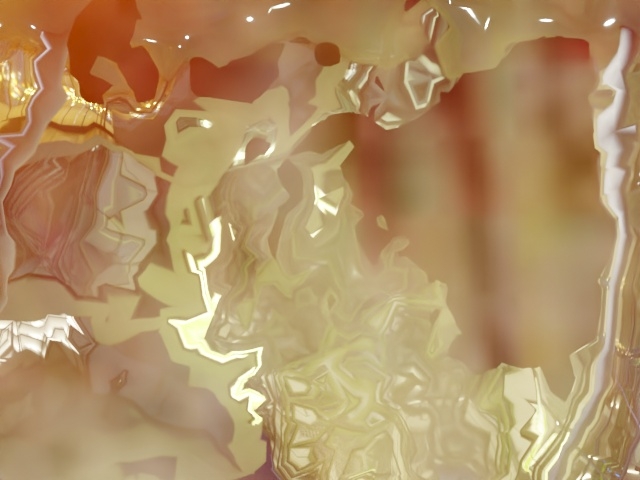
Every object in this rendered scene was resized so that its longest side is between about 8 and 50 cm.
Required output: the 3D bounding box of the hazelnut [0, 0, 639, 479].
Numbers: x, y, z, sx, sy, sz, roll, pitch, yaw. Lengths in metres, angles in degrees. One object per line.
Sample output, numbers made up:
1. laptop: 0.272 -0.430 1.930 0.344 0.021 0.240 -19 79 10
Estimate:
1. hazelnut: 0.000 0.000 0.510 0.359 0.409 0.359 61 174 11
